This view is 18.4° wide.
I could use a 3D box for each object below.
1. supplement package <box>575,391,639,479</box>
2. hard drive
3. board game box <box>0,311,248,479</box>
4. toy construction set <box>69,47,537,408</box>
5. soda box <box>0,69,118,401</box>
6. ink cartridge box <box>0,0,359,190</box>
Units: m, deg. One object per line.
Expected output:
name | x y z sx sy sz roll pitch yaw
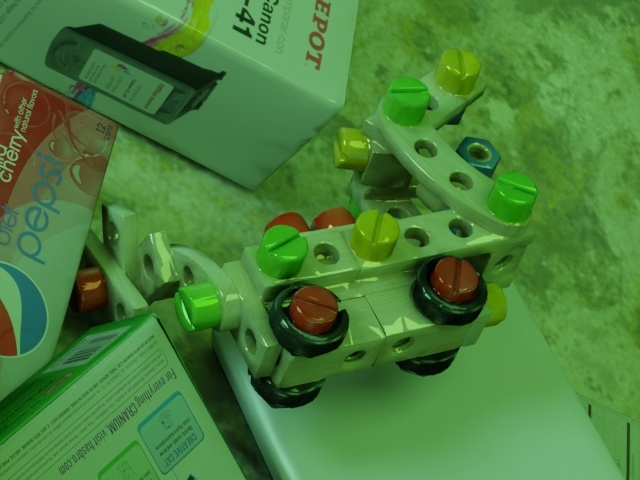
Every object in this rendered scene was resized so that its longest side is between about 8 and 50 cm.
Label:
supplement package | 0.174 0.182 1.424 0.179 0.105 0.105 25 51 -23
hard drive | 0.083 0.157 1.302 0.210 0.040 0.318 -18 57 -15
board game box | -0.111 0.238 1.137 0.242 0.064 0.316 -41 109 -45
toy construction set | 0.000 0.000 1.290 0.328 0.151 0.215 -19 58 -15
soda box | -0.209 0.023 1.242 0.092 0.083 0.263 27 51 -22
ink cartridge box | -0.127 -0.211 1.417 0.306 0.131 0.226 25 51 -22
